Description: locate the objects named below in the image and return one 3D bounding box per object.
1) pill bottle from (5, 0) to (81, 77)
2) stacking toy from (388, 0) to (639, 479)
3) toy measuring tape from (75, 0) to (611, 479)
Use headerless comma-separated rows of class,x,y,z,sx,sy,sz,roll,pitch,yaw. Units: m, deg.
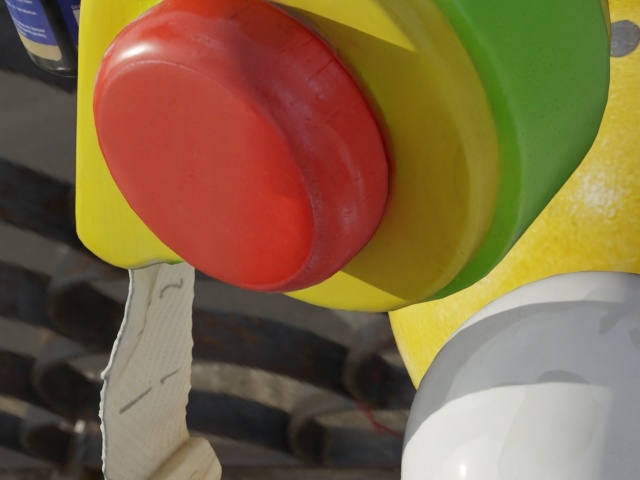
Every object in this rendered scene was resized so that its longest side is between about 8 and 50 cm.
pill bottle,-0.147,-0.213,0.973,0.122,0.219,0.123,-10,39,8
stacking toy,0.139,-0.007,0.639,0.350,0.351,0.480,-24,15,24
toy measuring tape,0.000,0.000,0.429,0.121,0.330,0.121,4,47,-5
